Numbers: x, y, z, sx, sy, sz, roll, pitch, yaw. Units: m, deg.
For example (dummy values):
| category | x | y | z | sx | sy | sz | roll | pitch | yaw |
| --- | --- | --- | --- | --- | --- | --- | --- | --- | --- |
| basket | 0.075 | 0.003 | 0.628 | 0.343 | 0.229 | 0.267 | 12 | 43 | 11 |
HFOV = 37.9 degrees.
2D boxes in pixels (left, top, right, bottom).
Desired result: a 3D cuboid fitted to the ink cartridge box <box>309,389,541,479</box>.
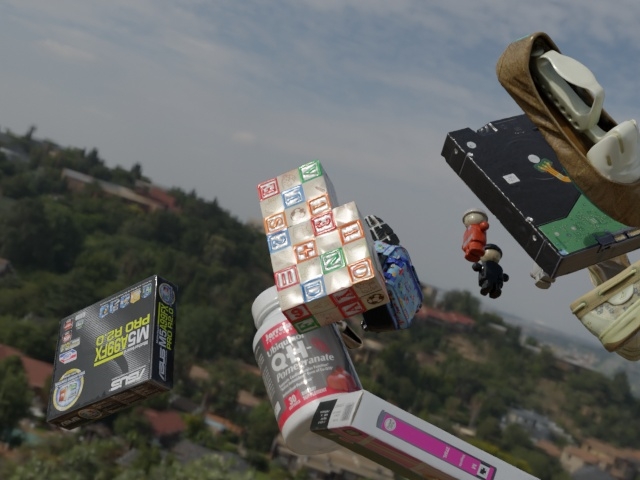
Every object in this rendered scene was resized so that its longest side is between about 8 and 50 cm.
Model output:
| category | x | y | z | sx | sy | sz | roll | pitch | yaw |
| --- | --- | --- | --- | --- | --- | --- | --- | --- | --- |
| ink cartridge box | 0.178 | 0.337 | 1.423 | 0.371 | 0.069 | 0.176 | 26 | -21 | -12 |

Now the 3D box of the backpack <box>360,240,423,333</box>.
| category | x | y | z | sx | sy | sz | roll | pitch | yaw |
| --- | --- | --- | --- | --- | --- | --- | --- | --- | --- |
| backpack | 0.142 | 0.085 | 1.904 | 0.117 | 0.158 | 0.173 | -5 | 29 | 31 |

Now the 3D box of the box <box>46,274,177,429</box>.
| category | x | y | z | sx | sy | sz | roll | pitch | yaw |
| --- | --- | --- | --- | --- | --- | --- | --- | --- | --- |
| box | -0.382 | 0.207 | 1.714 | 0.270 | 0.216 | 0.060 | -24 | -40 | 29 |

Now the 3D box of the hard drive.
| category | x | y | z | sx | sy | sz | roll | pitch | yaw |
| --- | --- | --- | --- | --- | --- | --- | --- | --- | --- |
| hard drive | 0.404 | -0.092 | 1.665 | 0.237 | 0.064 | 0.339 | -17 | 51 | -26 |

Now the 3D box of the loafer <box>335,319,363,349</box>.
| category | x | y | z | sx | sy | sz | roll | pitch | yaw |
| --- | --- | --- | --- | --- | --- | --- | --- | --- | --- |
| loafer | 0.050 | 0.195 | 2.065 | 0.039 | 0.045 | 0.125 | -12 | -48 | 35 |

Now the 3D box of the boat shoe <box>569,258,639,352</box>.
| category | x | y | z | sx | sy | sz | roll | pitch | yaw |
| --- | --- | --- | --- | --- | --- | --- | --- | --- | --- |
| boat shoe | 0.451 | 0.020 | 1.211 | 0.089 | 0.285 | 0.104 | 47 | 9 | 21 |

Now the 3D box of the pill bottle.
| category | x | y | z | sx | sy | sz | roll | pitch | yaw |
| --- | --- | --- | --- | --- | --- | --- | --- | --- | --- |
| pill bottle | -0.031 | 0.242 | 1.825 | 0.176 | 0.176 | 0.318 | 18 | 35 | -40 |

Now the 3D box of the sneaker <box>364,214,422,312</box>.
| category | x | y | z | sx | sy | sz | roll | pitch | yaw |
| --- | --- | --- | --- | --- | --- | --- | --- | --- | --- |
| sneaker | 0.150 | 0.075 | 2.349 | 0.107 | 0.279 | 0.118 | -19 | -4 | -42 |

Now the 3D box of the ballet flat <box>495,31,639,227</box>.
| category | x | y | z | sx | sy | sz | roll | pitch | yaw |
| --- | --- | --- | --- | --- | --- | --- | --- | --- | --- |
| ballet flat | 0.396 | -0.174 | 1.381 | 0.342 | 0.116 | 0.124 | 56 | -24 | 11 |

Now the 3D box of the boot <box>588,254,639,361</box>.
| category | x | y | z | sx | sy | sz | roll | pitch | yaw |
| --- | --- | --- | --- | --- | --- | --- | --- | --- | --- |
| boot | 0.618 | 0.107 | 1.975 | 0.262 | 0.095 | 0.203 | -109 | -179 | -47 |

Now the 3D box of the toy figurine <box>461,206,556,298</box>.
| category | x | y | z | sx | sy | sz | roll | pitch | yaw |
| --- | --- | --- | --- | --- | --- | --- | --- | --- | --- |
| toy figurine | 0.440 | 0.014 | 2.157 | 0.210 | 0.148 | 0.213 | -13 | -47 | 22 |

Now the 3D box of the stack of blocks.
| category | x | y | z | sx | sy | sz | roll | pitch | yaw |
| --- | --- | --- | --- | --- | --- | --- | --- | --- | --- |
| stack of blocks | 0.000 | 0.000 | 1.651 | 0.171 | 0.297 | 0.087 | -22 | -39 | 9 |
